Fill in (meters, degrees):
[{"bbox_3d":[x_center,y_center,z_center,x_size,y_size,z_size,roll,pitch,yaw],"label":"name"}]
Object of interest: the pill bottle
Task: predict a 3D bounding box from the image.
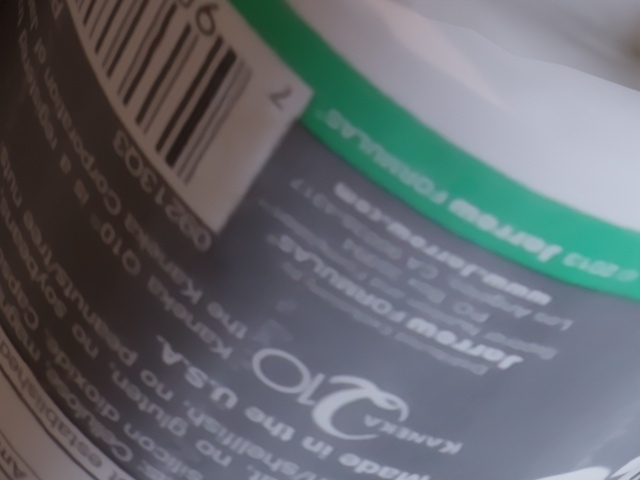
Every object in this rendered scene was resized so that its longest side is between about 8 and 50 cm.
[{"bbox_3d":[0.000,0.000,0.503,0.204,0.204,0.361,40,140,3],"label":"pill bottle"}]
